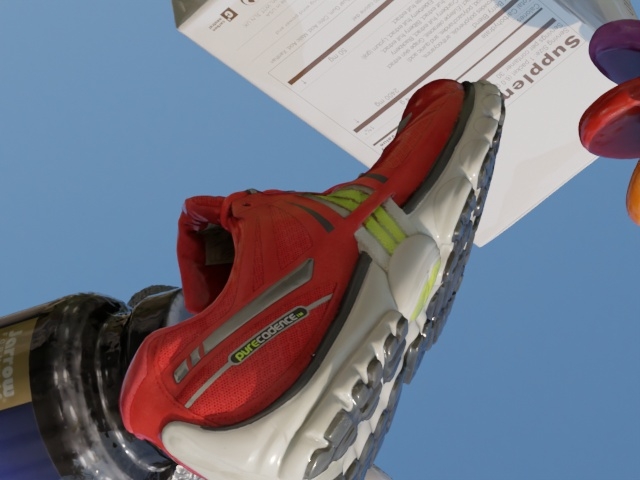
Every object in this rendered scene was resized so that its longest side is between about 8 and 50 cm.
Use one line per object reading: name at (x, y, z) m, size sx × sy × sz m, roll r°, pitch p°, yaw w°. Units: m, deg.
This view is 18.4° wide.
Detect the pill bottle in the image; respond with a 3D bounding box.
pill bottle at (-0.153, 0.098, 1.075) m, size 0.219 × 0.123 × 0.123 m, roll -18°, pitch -145°, yaw 22°

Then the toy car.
toy car at (0.216, -0.087, 1.121) m, size 0.136 × 0.159 × 0.182 m, roll 7°, pitch -107°, yaw 23°

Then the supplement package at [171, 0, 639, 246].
supplement package at (0.059, -0.165, 1.284) m, size 0.175 × 0.293 × 0.177 m, roll -39°, pitch -140°, yaw 22°

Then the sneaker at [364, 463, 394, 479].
sneaker at (-0.053, 0.219, 1.188) m, size 0.281 × 0.105 × 0.115 m, roll -38°, pitch -157°, yaw 36°

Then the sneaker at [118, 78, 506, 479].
sneaker at (0.000, 0.000, 0.850) m, size 0.118 × 0.107 × 0.279 m, roll 21°, pitch -143°, yaw 10°

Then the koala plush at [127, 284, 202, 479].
koala plush at (-0.234, 0.146, 2.073) m, size 0.221 × 0.203 × 0.196 m, roll -6°, pitch -125°, yaw 0°
